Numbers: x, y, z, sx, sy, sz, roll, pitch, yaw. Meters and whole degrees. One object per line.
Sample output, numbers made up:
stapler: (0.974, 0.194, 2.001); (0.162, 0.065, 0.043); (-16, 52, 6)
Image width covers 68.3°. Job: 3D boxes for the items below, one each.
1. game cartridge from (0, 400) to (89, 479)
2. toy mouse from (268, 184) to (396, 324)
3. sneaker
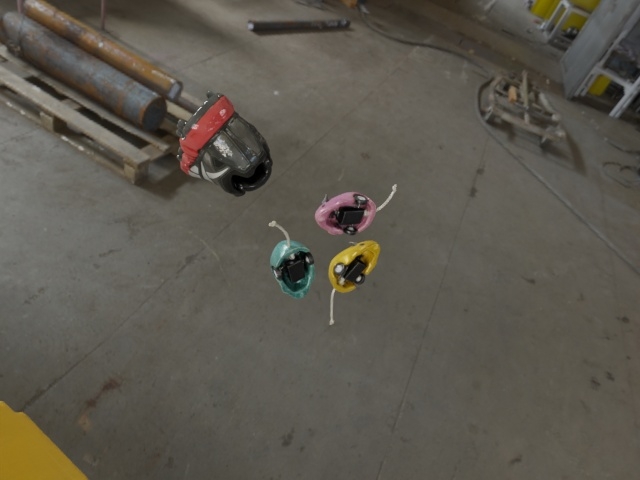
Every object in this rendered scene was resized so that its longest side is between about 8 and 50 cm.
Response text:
game cartridge: (-0.330, 0.281, 0.446); (0.285, 0.323, 0.052); (39, 83, 11)
toy mouse: (0.000, 0.000, 0.440); (0.143, 0.161, 0.031); (21, 21, -42)
sneaker: (-0.145, -0.123, 0.726); (0.135, 0.276, 0.097); (41, 78, -10)
